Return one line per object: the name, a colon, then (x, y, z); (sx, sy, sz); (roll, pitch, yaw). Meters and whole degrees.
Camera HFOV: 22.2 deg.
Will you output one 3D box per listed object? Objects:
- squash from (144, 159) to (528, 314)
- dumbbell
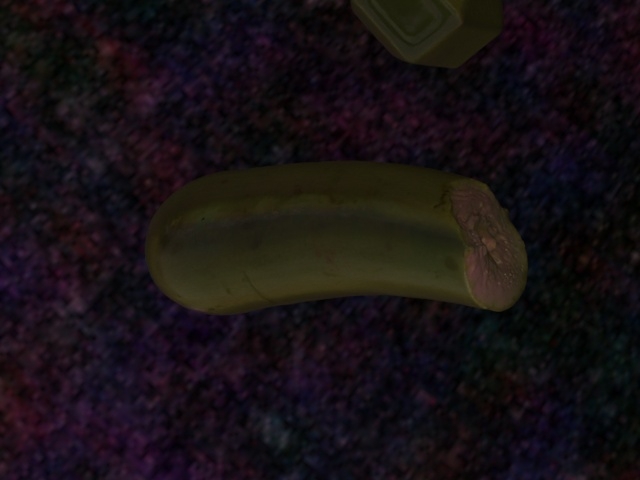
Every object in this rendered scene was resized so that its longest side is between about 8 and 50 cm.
squash: (0.000, 0.000, 0.875); (0.250, 0.083, 0.083); (-2, 120, 43)
dumbbell: (0.147, -0.233, 1.064); (0.302, 0.108, 0.121); (-39, 99, 29)
